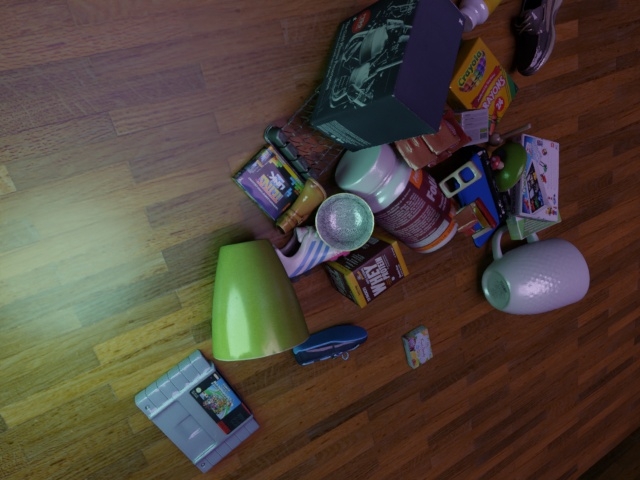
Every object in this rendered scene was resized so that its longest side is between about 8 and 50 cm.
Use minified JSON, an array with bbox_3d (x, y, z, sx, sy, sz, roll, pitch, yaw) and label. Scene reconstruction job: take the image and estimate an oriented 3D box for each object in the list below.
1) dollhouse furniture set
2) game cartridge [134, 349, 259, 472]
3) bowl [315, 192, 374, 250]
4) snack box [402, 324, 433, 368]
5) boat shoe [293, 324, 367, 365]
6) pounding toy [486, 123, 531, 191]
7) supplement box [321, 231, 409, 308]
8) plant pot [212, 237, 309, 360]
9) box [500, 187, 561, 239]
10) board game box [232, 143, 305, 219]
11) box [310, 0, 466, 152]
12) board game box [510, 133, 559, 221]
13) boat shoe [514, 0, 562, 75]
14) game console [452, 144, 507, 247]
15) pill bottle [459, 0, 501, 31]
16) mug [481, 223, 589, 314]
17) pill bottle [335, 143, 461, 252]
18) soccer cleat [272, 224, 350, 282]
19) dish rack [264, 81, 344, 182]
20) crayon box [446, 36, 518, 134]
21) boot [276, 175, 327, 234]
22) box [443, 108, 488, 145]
[{"bbox_3d":[0.397,-0.186,1.281,0.374,0.152,0.201,56,30,4],"label":"dollhouse furniture set"},{"bbox_3d":[-0.360,0.526,1.360,0.230,0.068,0.355,-35,117,-11],"label":"game cartridge"},{"bbox_3d":[0.073,-0.061,1.315,0.169,0.080,0.170,1,104,6],"label":"bowl"},{"bbox_3d":[0.379,0.415,1.734,0.100,0.037,0.141,-26,114,-21],"label":"snack box"},{"bbox_3d":[0.033,0.354,1.511,0.257,0.109,0.089,-8,116,-9],"label":"boat shoe"},{"bbox_3d":[0.624,-0.299,1.573,0.110,0.183,0.237,17,79,-21],"label":"pounding toy"},{"bbox_3d":[0.136,0.081,1.422,0.194,0.191,0.129,-33,116,-16],"label":"supplement box"},{"bbox_3d":[-0.190,0.149,1.251,0.274,0.274,0.294,-11,92,-25],"label":"plant pot"},{"bbox_3d":[0.796,-0.189,1.728,0.232,0.058,0.323,-19,93,-22],"label":"box"},{"bbox_3d":[-0.145,-0.167,1.287,0.141,0.048,0.170,-48,120,-10],"label":"board game box"},{"bbox_3d":[0.172,-0.445,1.174,0.178,0.312,0.344,25,74,-36],"label":"box"},{"bbox_3d":[0.809,-0.231,1.675,0.192,0.053,0.306,7,83,-22],"label":"board game box"},{"bbox_3d":[0.743,-0.762,1.567,0.130,0.132,0.356,13,89,-20],"label":"boat shoe"},{"bbox_3d":[0.520,-0.168,1.555,0.173,0.250,0.293,-28,117,1],"label":"game console"},{"bbox_3d":[0.517,-0.770,1.443,0.184,0.103,0.103,-50,120,-8],"label":"pill bottle"},{"bbox_3d":[0.814,0.109,1.776,0.327,0.276,0.375,-13,79,-17],"label":"mug"},{"bbox_3d":[0.245,-0.143,1.401,0.392,0.224,0.224,34,87,-31],"label":"pill bottle"},{"bbox_3d":[0.000,0.000,1.372,0.331,0.116,0.143,-30,115,-18],"label":"soccer cleat"},{"bbox_3d":[-0.005,-0.325,1.308,0.272,0.074,0.208,-49,121,-10],"label":"dish rack"},{"bbox_3d":[0.525,-0.536,1.525,0.318,0.081,0.202,32,88,-30],"label":"crayon box"},{"bbox_3d":[-0.061,-0.091,1.280,0.152,0.197,0.073,-42,78,-17],"label":"boot"},{"bbox_3d":[0.428,-0.368,1.448,0.114,0.203,0.103,-15,110,-24],"label":"box"}]
